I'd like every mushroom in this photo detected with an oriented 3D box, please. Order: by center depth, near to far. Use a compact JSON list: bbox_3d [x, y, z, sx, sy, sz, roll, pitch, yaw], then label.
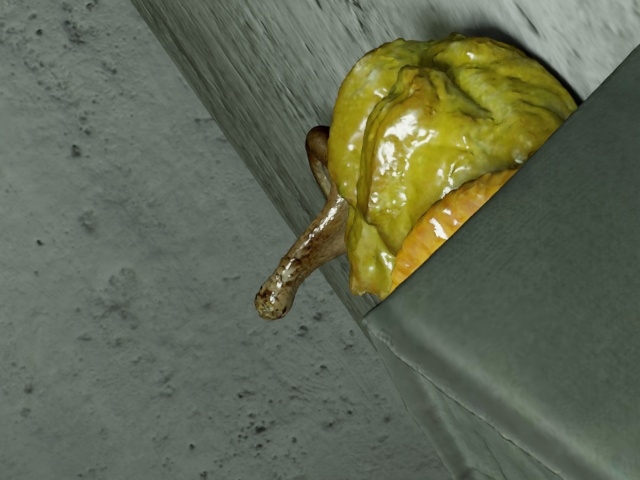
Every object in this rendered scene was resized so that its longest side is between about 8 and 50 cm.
[{"bbox_3d":[0.000,0.000,1.723,0.227,0.217,0.148,55,173,-27],"label":"mushroom"}]

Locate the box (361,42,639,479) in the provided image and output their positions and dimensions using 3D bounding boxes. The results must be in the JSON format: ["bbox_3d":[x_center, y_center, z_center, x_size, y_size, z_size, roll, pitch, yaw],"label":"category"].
[{"bbox_3d":[0.225,0.108,0.606,0.345,0.204,0.251,35,163,42],"label":"box"}]

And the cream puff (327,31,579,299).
[{"bbox_3d":[0.110,-0.033,1.048,0.244,0.196,0.244,169,90,-73],"label":"cream puff"}]

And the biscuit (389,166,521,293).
[{"bbox_3d":[0.164,0.052,0.936,0.254,0.254,0.035,55,-143,-29],"label":"biscuit"}]
